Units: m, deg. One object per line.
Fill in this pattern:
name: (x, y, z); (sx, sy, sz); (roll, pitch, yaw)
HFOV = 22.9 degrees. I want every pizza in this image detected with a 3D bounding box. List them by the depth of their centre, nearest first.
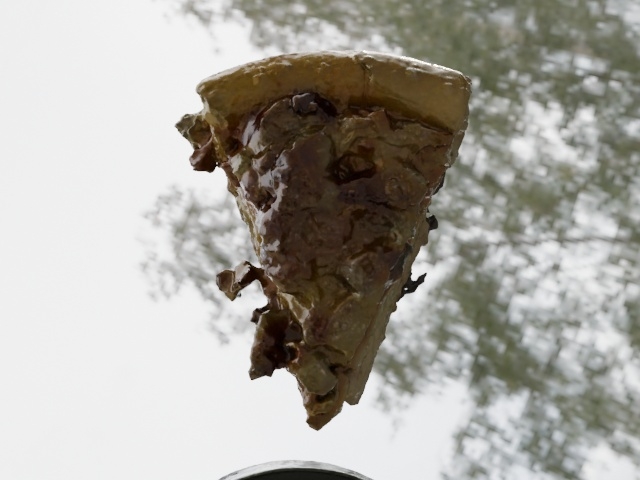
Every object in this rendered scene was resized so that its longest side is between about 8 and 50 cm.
pizza: (0.001, 0.000, 0.796); (0.154, 0.069, 0.194); (0, -93, -2)

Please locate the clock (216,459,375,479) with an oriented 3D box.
clock: (-0.016, 0.259, 1.071); (0.226, 0.049, 0.226); (0, -84, -3)
